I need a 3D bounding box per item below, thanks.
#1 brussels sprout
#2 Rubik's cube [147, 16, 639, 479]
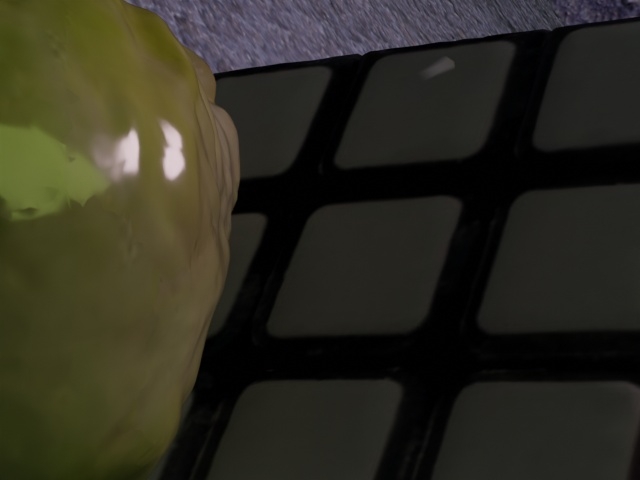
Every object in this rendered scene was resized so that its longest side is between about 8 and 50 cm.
[{"bbox_3d":[-0.168,0.001,0.614,0.317,0.242,0.273,2,36,-30],"label":"brussels sprout"},{"bbox_3d":[0.079,0.109,0.774,0.305,0.301,0.303,58,41,-37],"label":"Rubik's cube"}]
